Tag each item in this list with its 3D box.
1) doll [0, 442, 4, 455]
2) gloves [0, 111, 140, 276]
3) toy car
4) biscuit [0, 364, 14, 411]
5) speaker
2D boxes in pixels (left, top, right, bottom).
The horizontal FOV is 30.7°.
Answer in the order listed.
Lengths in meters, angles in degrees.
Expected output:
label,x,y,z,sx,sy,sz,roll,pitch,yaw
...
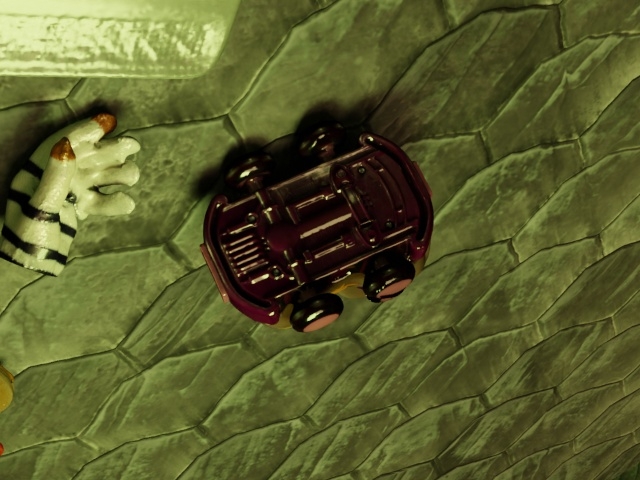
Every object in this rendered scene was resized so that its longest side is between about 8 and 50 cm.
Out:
label,x,y,z,sx,sy,sz,roll,pitch,yaw
doll,-0.631,0.410,1.812,0.336,0.105,0.200,-33,141,3
gloves,-0.326,-0.065,1.483,0.140,0.131,0.218,26,85,-47
toy car,0.000,0.000,1.700,0.341,0.271,0.240,-22,163,-9
biscuit,-0.542,0.224,1.710,0.170,0.050,0.170,-13,137,-12
speaker,-0.285,-0.278,1.187,0.406,0.184,0.183,-5,137,-33
